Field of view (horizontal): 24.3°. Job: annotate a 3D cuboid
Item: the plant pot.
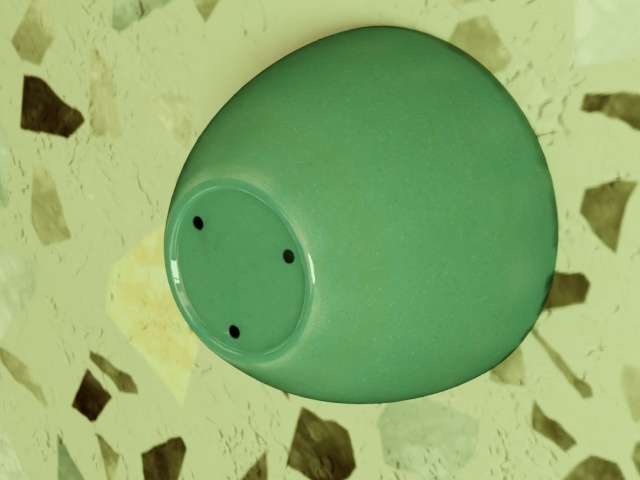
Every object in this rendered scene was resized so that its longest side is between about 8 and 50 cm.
[{"bbox_3d":[0.000,0.000,1.087,0.290,0.195,0.290,12,111,34],"label":"plant pot"}]
